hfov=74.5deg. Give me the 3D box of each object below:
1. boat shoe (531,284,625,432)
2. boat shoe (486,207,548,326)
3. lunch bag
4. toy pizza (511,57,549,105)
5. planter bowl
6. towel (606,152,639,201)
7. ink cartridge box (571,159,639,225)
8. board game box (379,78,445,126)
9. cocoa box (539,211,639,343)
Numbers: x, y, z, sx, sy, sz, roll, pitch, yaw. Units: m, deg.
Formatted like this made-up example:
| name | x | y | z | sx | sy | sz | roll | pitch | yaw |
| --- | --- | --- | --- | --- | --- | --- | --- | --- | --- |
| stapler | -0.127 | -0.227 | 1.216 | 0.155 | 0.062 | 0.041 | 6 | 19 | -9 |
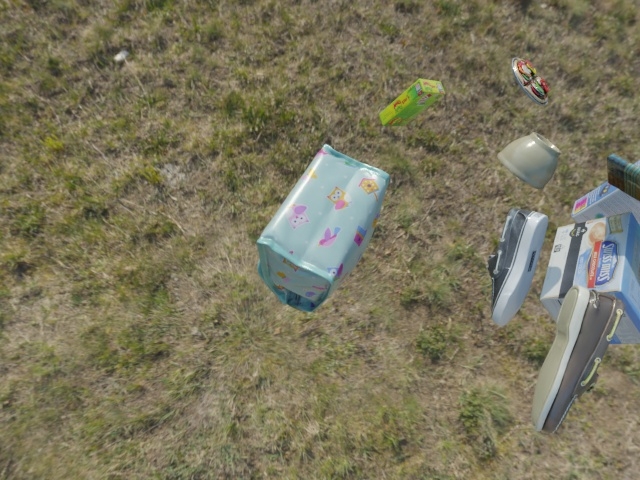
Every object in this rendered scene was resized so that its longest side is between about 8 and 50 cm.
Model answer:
| name | x | y | z | sx | sy | sz | roll | pitch | yaw |
| --- | --- | --- | --- | --- | --- | --- | --- | --- | --- |
| boat shoe | 0.530 | 0.259 | 0.877 | 0.097 | 0.116 | 0.324 | 17 | 94 | 14 |
| boat shoe | 0.479 | 0.067 | 1.076 | 0.108 | 0.102 | 0.301 | -1 | 108 | -42 |
| lunch bag | 0.000 | 0.000 | 0.754 | 0.160 | 0.262 | 0.223 | 28 | 67 | 8 |
| toy pizza | 0.749 | -0.568 | 1.486 | 0.201 | 0.032 | 0.201 | 17 | 59 | -30 |
| planter bowl | 0.608 | -0.238 | 1.201 | 0.162 | 0.109 | 0.162 | 23 | 34 | -17 |
| towel | 0.960 | -0.102 | 1.142 | 0.370 | 0.271 | 0.040 | 46 | 108 | 30 |
| ink cartridge box | 1.188 | -0.136 | 1.527 | 0.270 | 0.395 | 0.151 | 42 | 50 | 0 |
| board game box | 0.271 | -0.408 | 1.262 | 0.092 | 0.181 | 0.043 | -8 | 76 | -34 |
| cocoa box | 0.882 | 0.121 | 1.319 | 0.231 | 0.228 | 0.347 | 48 | 55 | -16 |
